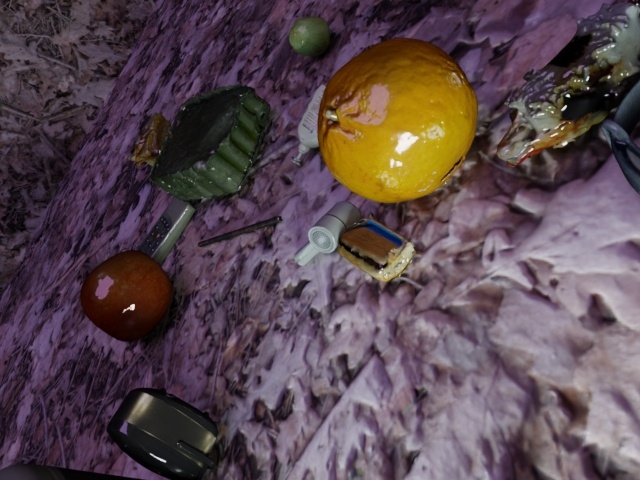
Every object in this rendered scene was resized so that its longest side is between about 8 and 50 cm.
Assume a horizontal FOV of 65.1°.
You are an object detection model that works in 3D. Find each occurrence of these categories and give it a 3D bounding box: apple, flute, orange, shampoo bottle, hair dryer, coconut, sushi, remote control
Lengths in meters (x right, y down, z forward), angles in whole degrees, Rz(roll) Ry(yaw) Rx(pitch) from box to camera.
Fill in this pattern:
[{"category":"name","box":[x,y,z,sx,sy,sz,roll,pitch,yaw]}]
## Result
[{"category":"apple","box":[-0.402,0.116,1.048,0.168,0.181,0.181,-47,32,-23]},{"category":"flute","box":[-0.167,-0.015,1.002,0.270,0.014,0.014,-15,55,42]},{"category":"orange","box":[0.096,-0.158,0.673,0.220,0.193,0.219,-10,73,34]},{"category":"shampoo bottle","box":[-0.009,-0.204,0.921,0.077,0.045,0.151,42,109,30]},{"category":"hair dryer","box":[0.000,0.000,0.775,0.082,0.047,0.137,-46,1,-43]},{"category":"coconut","box":[-0.018,-0.436,1.073,0.088,0.096,0.087,32,130,48]},{"category":"sushi","box":[0.283,-0.170,0.541,0.226,0.103,0.097,-50,55,14]},{"category":"remote control","box":[-0.406,0.011,1.229,0.285,0.038,0.123,-55,37,4]}]

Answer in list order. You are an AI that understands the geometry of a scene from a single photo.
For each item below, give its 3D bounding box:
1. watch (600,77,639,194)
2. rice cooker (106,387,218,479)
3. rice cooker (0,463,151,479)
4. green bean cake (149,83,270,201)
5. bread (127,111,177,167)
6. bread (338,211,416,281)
[{"category":"watch","box":[0.359,-0.100,0.434,0.206,0.068,0.192,17,77,50]},{"category":"rice cooker","box":[-0.229,0.287,0.743,0.112,0.165,0.106,-23,39,46]},{"category":"rice cooker","box":[-0.298,0.441,0.576,0.335,0.325,0.334,-28,46,34]},{"category":"green bean cake","box":[-0.241,-0.215,1.125,0.255,0.132,0.240,-6,56,41]},{"category":"bread","box":[-0.395,-0.243,1.303,0.127,0.147,0.152,0,68,46]},{"category":"bread","box":[0.074,0.013,0.686,0.072,0.053,0.106,-39,38,-12]}]
